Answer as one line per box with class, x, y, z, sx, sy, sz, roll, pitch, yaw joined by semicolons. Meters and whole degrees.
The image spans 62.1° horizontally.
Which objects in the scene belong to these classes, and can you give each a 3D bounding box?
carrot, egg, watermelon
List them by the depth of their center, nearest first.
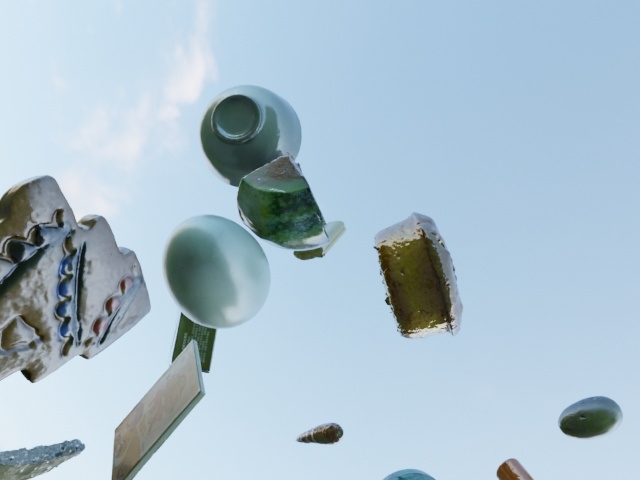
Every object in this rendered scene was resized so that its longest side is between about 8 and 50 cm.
egg;-0.230;0.071;1.184;0.230;0.230;0.371;44;-15;19
carrot;-0.011;0.461;1.254;0.048;0.048;0.216;59;-37;5
watermelon;-0.069;-0.063;1.299;0.223;0.180;0.305;16;-22;18

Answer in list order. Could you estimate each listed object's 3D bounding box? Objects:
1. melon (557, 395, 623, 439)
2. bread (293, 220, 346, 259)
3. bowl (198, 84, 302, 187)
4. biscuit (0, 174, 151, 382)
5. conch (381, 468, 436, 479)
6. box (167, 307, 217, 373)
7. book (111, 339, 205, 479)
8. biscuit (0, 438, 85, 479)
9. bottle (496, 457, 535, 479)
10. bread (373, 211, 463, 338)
melon;0.677;0.449;1.337;0.099;0.162;0.099;163;-90;-83
bread;0.001;0.000;1.872;0.139;0.178;0.060;-12;-66;40
bowl;-0.204;-0.294;1.399;0.289;0.146;0.289;-2;-101;10
biscuit;-0.326;0.066;0.672;0.043;0.301;0.278;20;-88;32
conch;0.188;0.592;1.128;0.134;0.196;0.202;61;-4;-40
box;-0.435;0.253;1.887;0.373;0.138;0.421;144;-45;-70
book;-0.359;0.379;1.163;0.020;0.295;0.208;39;4;-26
biscuit;-0.610;0.471;1.103;0.141;0.290;0.038;-34;-108;1
bottle;0.478;0.585;1.202;0.187;0.069;0.069;-129;-145;-60
bread;0.238;0.080;1.334;0.194;0.179;0.340;-16;-107;12
